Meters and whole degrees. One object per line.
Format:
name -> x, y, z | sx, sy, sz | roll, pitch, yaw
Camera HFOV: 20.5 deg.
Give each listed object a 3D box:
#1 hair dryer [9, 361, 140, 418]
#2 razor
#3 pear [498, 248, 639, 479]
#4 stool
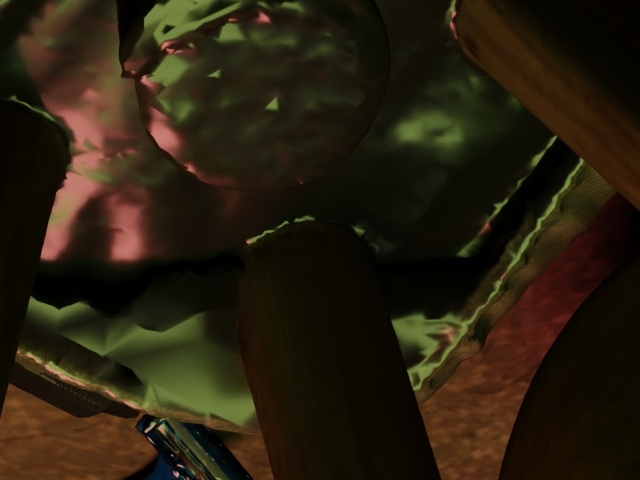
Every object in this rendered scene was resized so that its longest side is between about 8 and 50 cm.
hair dryer -> -0.165, 0.040, 0.758 | 0.128, 0.070, 0.255 | -21, 146, 21
razor -> -0.142, 0.173, 0.949 | 0.324, 0.056, 0.093 | -34, 100, 36
pear -> 0.226, 0.140, 0.710 | 0.352, 0.352, 0.413 | -7, 136, 2
stool -> 0.000, 0.000, 0.536 | 0.310, 0.226, 0.310 | 19, 126, -32
